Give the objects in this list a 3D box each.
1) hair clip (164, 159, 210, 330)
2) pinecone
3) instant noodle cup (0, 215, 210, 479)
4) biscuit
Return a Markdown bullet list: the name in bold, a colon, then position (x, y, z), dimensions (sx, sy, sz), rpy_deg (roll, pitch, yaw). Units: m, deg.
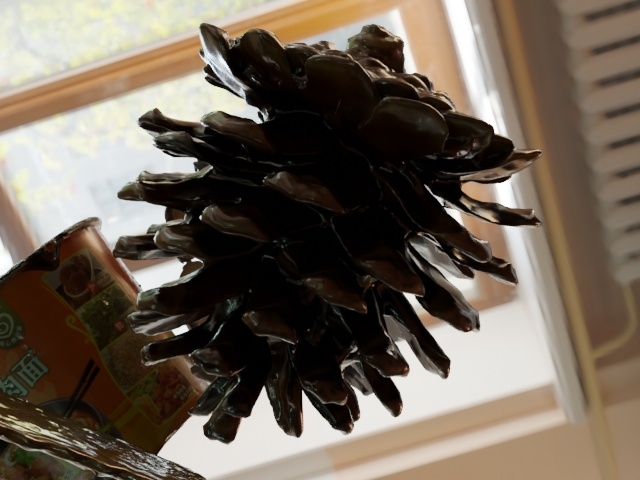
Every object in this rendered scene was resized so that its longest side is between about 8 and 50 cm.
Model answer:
- **hair clip**: position (-0.082, 0.005, 1.107), dimensions (0.049, 0.116, 0.172), rpy_deg (-14, 84, 63)
- **pinecone**: position (-0.010, -0.002, 0.729), dimensions (0.264, 0.264, 0.264), rpy_deg (-17, -90, -85)
- **instant noodle cup**: position (-0.210, 0.122, 1.007), dimensions (0.182, 0.230, 0.230), rpy_deg (47, -175, 2)
- **biscuit**: position (-0.143, 0.059, 0.468), dimensions (0.237, 0.232, 0.013), rpy_deg (-1, 65, 63)
